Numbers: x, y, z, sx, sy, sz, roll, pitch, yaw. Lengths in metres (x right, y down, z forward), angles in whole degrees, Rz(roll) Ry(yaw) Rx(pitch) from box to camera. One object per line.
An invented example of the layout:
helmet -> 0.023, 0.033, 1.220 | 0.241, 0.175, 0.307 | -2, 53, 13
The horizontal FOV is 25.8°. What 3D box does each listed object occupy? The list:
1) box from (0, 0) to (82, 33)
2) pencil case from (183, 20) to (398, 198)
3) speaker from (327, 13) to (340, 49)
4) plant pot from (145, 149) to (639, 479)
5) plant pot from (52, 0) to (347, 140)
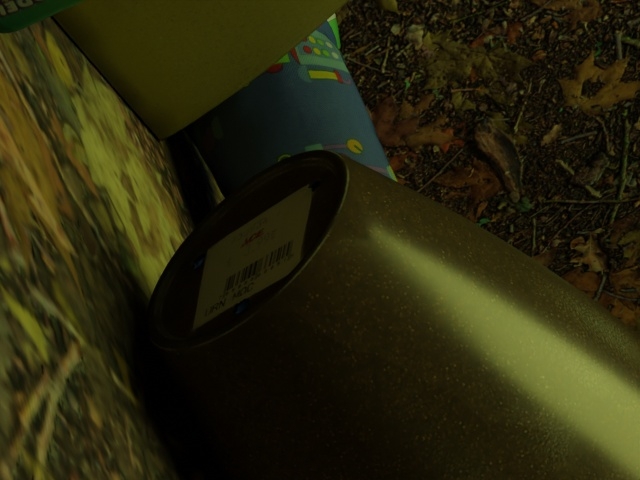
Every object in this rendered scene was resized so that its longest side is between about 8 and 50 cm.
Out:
box -> -0.116, -0.170, 0.498 | 0.043, 0.105, 0.179 | -104, 169, -60
pencil case -> 0.000, 0.000, 0.846 | 0.133, 0.119, 0.306 | 96, -24, -59
speaker -> -0.094, -0.254, 1.022 | 0.131, 0.131, 0.296 | -87, 152, -79
plant pot -> 0.041, 0.077, 0.605 | 0.230, 0.215, 0.215 | 47, 13, -26
plant pot -> -0.067, -0.217, 0.759 | 0.212, 0.187, 0.212 | 55, 11, -67
